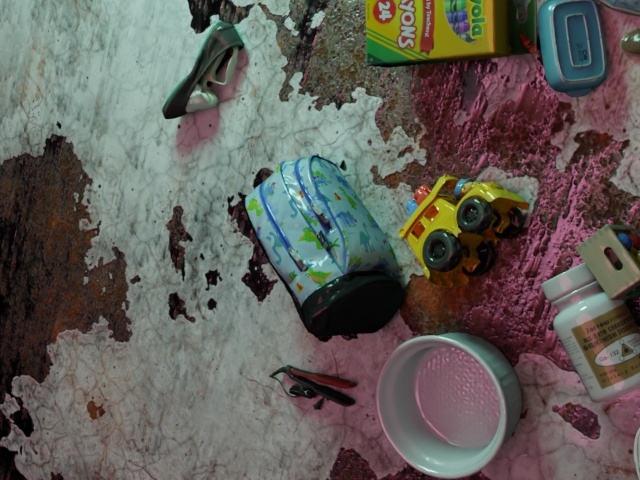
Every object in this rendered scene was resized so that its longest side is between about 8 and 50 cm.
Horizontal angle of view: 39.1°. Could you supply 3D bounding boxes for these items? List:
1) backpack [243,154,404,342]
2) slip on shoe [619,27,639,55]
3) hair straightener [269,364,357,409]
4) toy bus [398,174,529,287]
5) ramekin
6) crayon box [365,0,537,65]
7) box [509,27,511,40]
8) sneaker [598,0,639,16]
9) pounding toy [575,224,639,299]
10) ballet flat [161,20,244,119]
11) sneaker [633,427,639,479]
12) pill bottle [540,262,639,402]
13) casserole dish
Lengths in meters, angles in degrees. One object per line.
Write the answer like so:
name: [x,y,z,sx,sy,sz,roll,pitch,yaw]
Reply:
backpack: [0.000,0.000,1.836,0.355,0.290,0.273,44,109,29]
slip on shoe: [0.576,-0.341,1.531,0.135,0.041,0.052,6,99,33]
hair straightener: [-0.022,0.337,2.005,0.230,0.047,0.089,8,100,33]
toy bus: [0.258,-0.051,1.732,0.220,0.149,0.211,-53,52,24]
ramekin: [0.258,0.312,1.764,0.277,0.135,0.277,4,98,33]
crayon box: [0.234,-0.432,1.652,0.318,0.081,0.202,1,96,34]
box: [0.299,-0.478,1.688,0.100,0.060,0.244,-13,89,34]
sneaker: [0.587,-0.421,1.449,0.365,0.150,0.135,18,104,31]
pounding toy: [0.543,0.042,1.557,0.100,0.130,0.141,-43,64,30]
ballet flat: [-0.265,-0.368,2.062,0.096,0.095,0.280,41,117,10]
sneaker: [0.594,0.429,1.535,0.108,0.169,0.293,-12,90,32]
pill bottle: [0.489,0.158,1.593,0.131,0.131,0.229,-32,78,32]
casserole dish: [0.447,-0.348,1.582,0.114,0.037,0.189,-8,92,-5]
